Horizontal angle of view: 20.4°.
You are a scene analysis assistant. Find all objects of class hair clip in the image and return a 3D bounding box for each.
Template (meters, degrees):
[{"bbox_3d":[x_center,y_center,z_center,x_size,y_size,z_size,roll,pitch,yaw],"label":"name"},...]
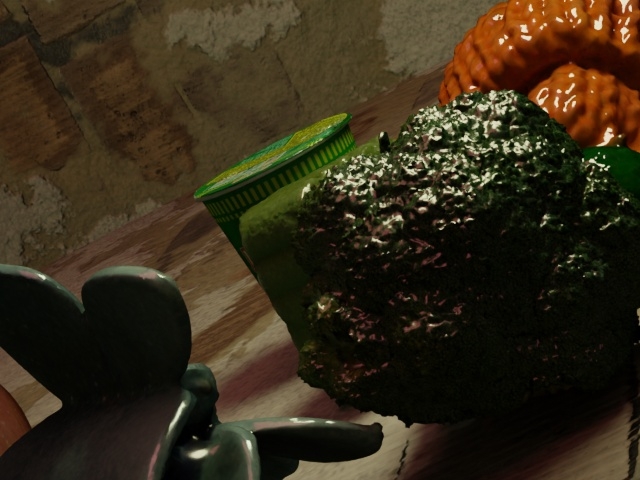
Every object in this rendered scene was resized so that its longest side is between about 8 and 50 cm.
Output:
[{"bbox_3d":[-0.159,0.196,1.448,0.318,0.392,0.238,-13,45,52],"label":"hair clip"}]

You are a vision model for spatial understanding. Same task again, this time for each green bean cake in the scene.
[{"bbox_3d":[0.048,0.020,1.844,0.125,0.222,0.248,-24,9,35],"label":"green bean cake"}]

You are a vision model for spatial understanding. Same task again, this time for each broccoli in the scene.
[{"bbox_3d":[0.121,0.028,1.516,0.321,0.304,0.283,-10,-28,-10],"label":"broccoli"}]

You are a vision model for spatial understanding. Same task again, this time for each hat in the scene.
[{"bbox_3d":[0.279,-0.074,1.834,0.285,0.285,0.400,-26,41,16],"label":"hat"}]

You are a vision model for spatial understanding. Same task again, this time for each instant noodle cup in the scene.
[{"bbox_3d":[0.000,0.000,2.032,0.207,0.233,0.207,-28,9,5],"label":"instant noodle cup"}]

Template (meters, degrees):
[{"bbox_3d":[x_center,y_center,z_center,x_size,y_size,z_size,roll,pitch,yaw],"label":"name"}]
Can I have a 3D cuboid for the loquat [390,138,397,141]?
[{"bbox_3d":[0.091,-0.031,2.166,0.149,0.172,0.204,-37,38,54],"label":"loquat"}]

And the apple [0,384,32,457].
[{"bbox_3d":[-0.426,0.277,1.854,0.305,0.235,0.306,-25,12,6],"label":"apple"}]
